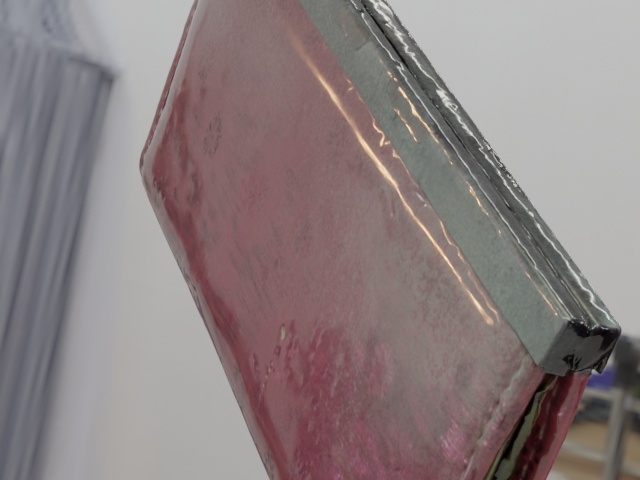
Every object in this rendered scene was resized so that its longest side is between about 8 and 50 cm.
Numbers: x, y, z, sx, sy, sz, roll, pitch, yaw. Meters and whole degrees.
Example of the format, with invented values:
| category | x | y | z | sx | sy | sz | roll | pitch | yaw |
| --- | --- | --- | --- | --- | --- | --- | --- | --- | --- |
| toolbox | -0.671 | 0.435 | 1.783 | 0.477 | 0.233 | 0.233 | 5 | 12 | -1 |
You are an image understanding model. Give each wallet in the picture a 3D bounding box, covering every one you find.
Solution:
| category | x | y | z | sx | sy | sz | roll | pitch | yaw |
| --- | --- | --- | --- | --- | --- | --- | --- | --- | --- |
| wallet | 0.000 | 0.000 | 0.476 | 0.025 | 0.119 | 0.232 | 9 | 31 | -26 |
